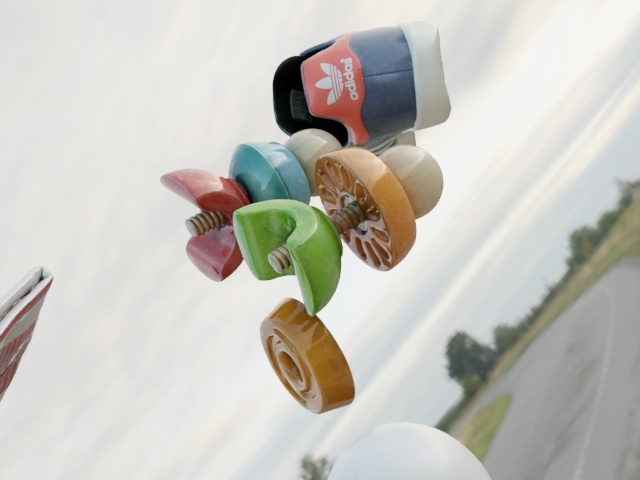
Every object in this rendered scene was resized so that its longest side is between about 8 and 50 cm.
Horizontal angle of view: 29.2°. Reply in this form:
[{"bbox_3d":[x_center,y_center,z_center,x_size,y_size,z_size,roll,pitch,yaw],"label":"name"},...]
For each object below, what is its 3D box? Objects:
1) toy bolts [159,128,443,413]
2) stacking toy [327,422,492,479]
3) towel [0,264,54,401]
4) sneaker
[{"bbox_3d":[0.000,0.000,1.015,0.158,0.228,0.218,-31,-50,-23],"label":"toy bolts"},{"bbox_3d":[0.107,0.266,0.657,0.351,0.350,0.480,-55,29,23],"label":"stacking toy"},{"bbox_3d":[-0.302,0.196,0.930,0.329,0.037,0.237,-61,2,26],"label":"towel"},{"bbox_3d":[0.022,-0.138,1.225,0.148,0.131,0.350,-9,-6,-6],"label":"sneaker"}]
